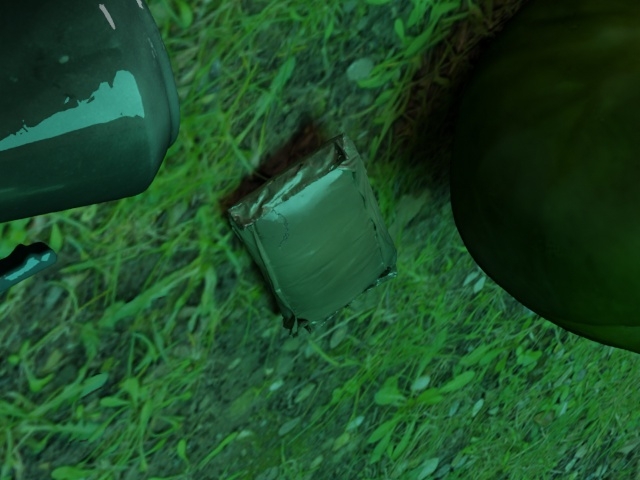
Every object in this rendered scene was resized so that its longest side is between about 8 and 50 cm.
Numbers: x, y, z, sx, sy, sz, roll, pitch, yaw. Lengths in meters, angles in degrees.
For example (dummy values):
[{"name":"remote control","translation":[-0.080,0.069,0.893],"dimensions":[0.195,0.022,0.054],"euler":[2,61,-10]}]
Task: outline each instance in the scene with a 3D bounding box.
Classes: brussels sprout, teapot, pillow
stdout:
[{"name":"brussels sprout","translation":[0.271,-0.080,1.412],"dimensions":[0.371,0.315,0.276],"euler":[-43,132,-26]},{"name":"teapot","translation":[-0.205,-0.055,0.943],"dimensions":[0.225,0.171,0.203],"euler":[-28,128,-22]},{"name":"pillow","translation":[0.000,0.000,1.379],"dimensions":[0.119,0.053,0.208],"euler":[-39,148,-11]}]
